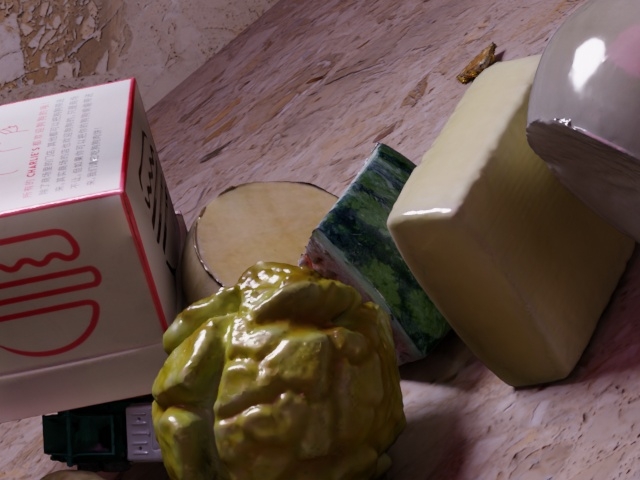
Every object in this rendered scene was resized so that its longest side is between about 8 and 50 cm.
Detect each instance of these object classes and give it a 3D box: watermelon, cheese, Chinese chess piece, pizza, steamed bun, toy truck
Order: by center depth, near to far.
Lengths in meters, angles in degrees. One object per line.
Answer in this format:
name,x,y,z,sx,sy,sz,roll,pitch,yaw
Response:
steamed bun,0.352,-0.110,1.473,0.206,0.324,0.324,-53,21,-7
cheese,0.209,-0.022,1.655,0.124,0.242,0.265,-19,29,46
watermelon,0.054,0.035,1.813,0.201,0.213,0.262,-39,1,27
Chinese chess piece,-0.047,0.036,2.009,0.257,0.257,0.104,-61,-12,-47
toy truck,-0.258,0.242,2.016,0.216,0.110,0.116,-3,-1,25
pizza,0.246,-0.267,2.469,0.083,0.025,0.078,-43,13,12

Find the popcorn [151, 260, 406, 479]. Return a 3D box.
popcorn,-0.038,0.167,1.664,0.282,0.282,0.247,-29,58,29

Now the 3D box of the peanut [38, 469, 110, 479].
peanut,-0.332,0.348,2.022,0.257,0.123,0.123,-10,35,51

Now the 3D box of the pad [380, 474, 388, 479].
pad,-0.070,0.315,1.788,0.330,0.004,0.220,-38,19,6

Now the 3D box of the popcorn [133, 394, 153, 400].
popcorn,-0.251,0.154,2.238,0.225,0.174,0.286,-28,21,48

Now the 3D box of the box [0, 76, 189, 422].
box,-0.340,0.012,2.015,0.312,0.300,0.314,-11,32,3
